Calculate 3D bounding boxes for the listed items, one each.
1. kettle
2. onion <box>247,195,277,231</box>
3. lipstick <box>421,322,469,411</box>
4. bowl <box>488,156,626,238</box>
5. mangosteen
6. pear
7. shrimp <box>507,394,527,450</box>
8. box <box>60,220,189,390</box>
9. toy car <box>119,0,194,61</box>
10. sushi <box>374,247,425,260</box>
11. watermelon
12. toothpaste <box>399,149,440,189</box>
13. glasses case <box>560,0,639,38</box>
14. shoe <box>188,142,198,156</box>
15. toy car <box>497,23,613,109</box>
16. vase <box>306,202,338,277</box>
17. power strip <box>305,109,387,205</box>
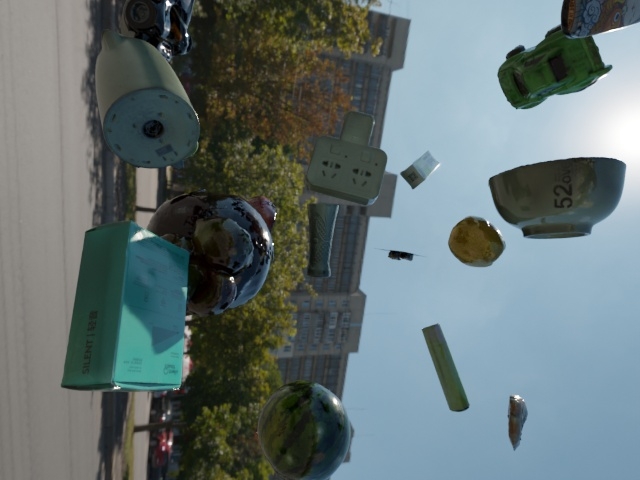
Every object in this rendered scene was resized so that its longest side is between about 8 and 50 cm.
[{"bbox_3d":[-0.347,-0.264,0.841,0.255,0.165,0.240,56,-8,36],"label":"kettle"},{"bbox_3d":[-0.281,-0.037,1.577,0.283,0.120,0.227,-59,-154,17],"label":"onion"},{"bbox_3d":[0.444,0.451,1.486,0.076,0.076,0.304,-45,-120,63],"label":"lipstick"},{"bbox_3d":[0.680,-0.104,1.213,0.354,0.354,0.185,163,-72,-70],"label":"bowl"},{"bbox_3d":[-0.327,0.029,1.192,0.421,0.381,0.381,50,42,-84],"label":"mangosteen"},{"bbox_3d":[0.508,0.005,1.346,0.178,0.178,0.178,-177,-90,-72],"label":"pear"},{"bbox_3d":[0.644,0.605,1.374,0.317,0.062,0.164,46,55,-54],"label":"shrimp"},{"bbox_3d":[-0.377,0.141,0.841,0.205,0.118,0.311,44,38,-63],"label":"box"},{"bbox_3d":[-0.342,-0.560,0.931,0.193,0.118,0.301,-44,152,-78],"label":"toy car"},{"bbox_3d":[0.384,0.077,1.996,0.192,0.210,0.040,6,-95,51],"label":"sushi"},{"bbox_3d":[-0.049,0.570,1.251,0.285,0.285,0.285,-177,-90,-72],"label":"watermelon"},{"bbox_3d":[0.405,-0.291,1.677,0.067,0.081,0.336,-40,180,32],"label":"toothpaste"},{"bbox_3d":[0.685,-0.562,0.981,0.082,0.321,0.122,32,-41,55],"label":"glasses case"},{"bbox_3d":[-0.489,-0.324,1.315,0.140,0.128,0.262,-66,169,21],"label":"shoe"},{"bbox_3d":[0.736,-0.551,1.335,0.358,0.176,0.213,-10,-65,57],"label":"toy car"},{"bbox_3d":[0.000,0.000,1.259,0.096,0.096,0.219,-172,-94,-72],"label":"vase"},{"bbox_3d":[0.091,-0.258,1.322,0.141,0.229,0.261,102,3,-80],"label":"power strip"}]
